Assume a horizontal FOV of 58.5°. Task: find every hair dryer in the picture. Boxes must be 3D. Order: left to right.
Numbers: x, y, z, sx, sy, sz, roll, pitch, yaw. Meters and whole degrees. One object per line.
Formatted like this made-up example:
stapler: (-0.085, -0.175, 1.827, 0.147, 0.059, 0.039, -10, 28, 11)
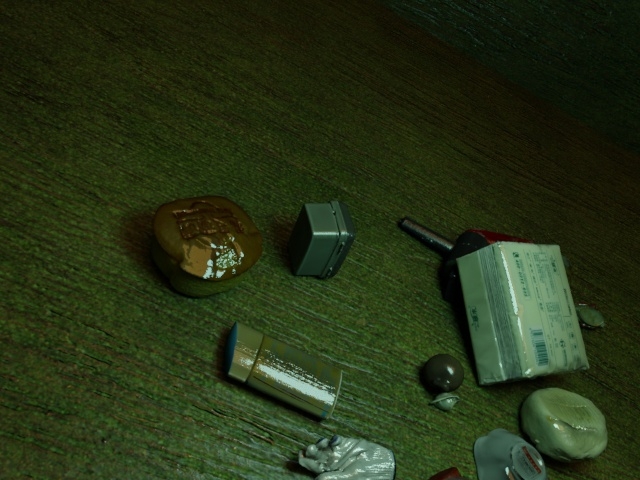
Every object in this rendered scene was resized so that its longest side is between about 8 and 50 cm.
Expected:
hair dryer: (0.365, 0.035, 1.811, 0.302, 0.116, 0.244, 30, 42, 12)

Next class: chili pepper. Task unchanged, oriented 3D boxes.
chili pepper: (0.600, 0.039, 1.943, 0.253, 0.136, 0.144, 16, 90, -4)

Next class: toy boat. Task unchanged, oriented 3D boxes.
toy boat: (0.904, 0.255, 1.947, 0.185, 0.071, 0.089, 28, 86, -7)

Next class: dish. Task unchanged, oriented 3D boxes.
dish: (0.497, 0.567, 1.423, 0.229, 0.081, 0.229, 17, 46, -18)

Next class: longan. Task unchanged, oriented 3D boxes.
longan: (0.321, 0.351, 1.493, 0.106, 0.106, 0.119, 35, 29, 1)

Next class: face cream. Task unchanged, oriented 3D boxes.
face cream: (-0.092, 0.298, 1.319, 0.285, 0.067, 0.139, 27, 43, -8)

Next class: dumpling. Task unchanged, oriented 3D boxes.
dumpling: (0.327, 0.412, 1.474, 0.077, 0.059, 0.043, 24, 55, -6)

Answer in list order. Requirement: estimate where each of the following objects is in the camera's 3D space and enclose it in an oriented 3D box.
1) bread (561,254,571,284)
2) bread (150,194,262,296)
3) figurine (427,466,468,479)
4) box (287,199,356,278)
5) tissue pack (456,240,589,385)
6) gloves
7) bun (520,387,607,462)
bread: (0.815, 0.109, 2.009, 0.161, 0.088, 0.233, 34, 41, 7)
bread: (-0.283, 0.006, 1.403, 0.270, 0.148, 0.269, 17, 46, -18)
figurine: (0.286, 0.593, 1.217, 0.173, 0.173, 0.173, 16, 46, -18)
box: (0.000, 0.000, 1.536, 0.129, 0.210, 0.148, 0, 51, -22)
tissue pack: (0.575, 0.205, 1.632, 0.297, 0.207, 0.380, 4, 71, -31)
gloves: (0.056, 0.478, 1.231, 0.229, 0.097, 0.119, 20, 41, -21)
bun: (0.650, 0.504, 1.535, 0.230, 0.145, 0.229, 8, 17, -2)
